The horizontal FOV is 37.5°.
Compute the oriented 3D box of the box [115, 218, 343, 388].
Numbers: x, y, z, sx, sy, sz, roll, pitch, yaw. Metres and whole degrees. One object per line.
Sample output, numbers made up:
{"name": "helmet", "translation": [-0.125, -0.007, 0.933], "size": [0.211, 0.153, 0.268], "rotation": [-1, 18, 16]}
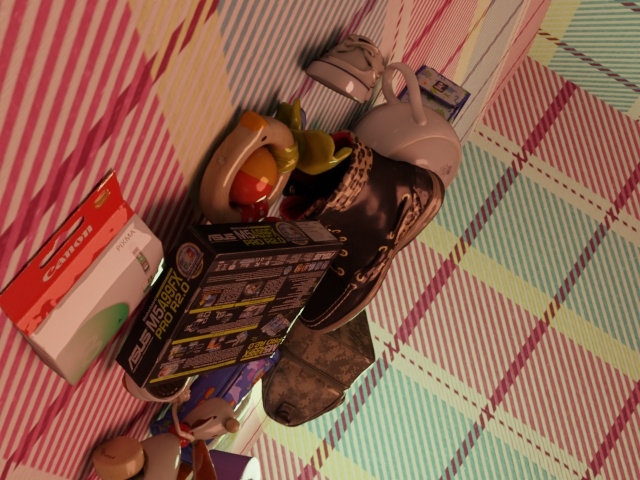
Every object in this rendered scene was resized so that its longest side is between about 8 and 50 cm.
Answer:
{"name": "box", "translation": [-0.113, 0.076, 1.235], "size": [0.270, 0.060, 0.216], "rotation": [-5, 133, -55]}

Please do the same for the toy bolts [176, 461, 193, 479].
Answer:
{"name": "toy bolts", "translation": [-0.286, 0.576, 1.845], "size": [0.218, 0.158, 0.228], "rotation": [-52, 178, 30]}

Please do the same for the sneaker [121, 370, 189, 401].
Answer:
{"name": "sneaker", "translation": [-0.204, 0.101, 1.377], "size": [0.123, 0.106, 0.290], "rotation": [-15, -142, 54]}

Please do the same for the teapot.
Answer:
{"name": "teapot", "translation": [0.139, -0.183, 1.842], "size": [0.256, 0.187, 0.252], "rotation": [-41, 143, 12]}

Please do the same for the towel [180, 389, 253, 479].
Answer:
{"name": "towel", "translation": [-0.305, 0.544, 2.289], "size": [0.374, 0.090, 0.321], "rotation": [-46, 167, -48]}

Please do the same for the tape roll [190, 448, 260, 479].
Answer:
{"name": "tape roll", "translation": [-0.193, 0.540, 1.781], "size": [0.275, 0.090, 0.275], "rotation": [9, 90, -81]}

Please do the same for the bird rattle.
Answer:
{"name": "bird rattle", "translation": [-0.096, -0.080, 1.269], "size": [0.253, 0.143, 0.207], "rotation": [-50, 154, 7]}

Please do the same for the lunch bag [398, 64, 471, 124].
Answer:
{"name": "lunch bag", "translation": [0.245, -0.303, 2.104], "size": [0.151, 0.128, 0.096], "rotation": [-54, 171, -13]}

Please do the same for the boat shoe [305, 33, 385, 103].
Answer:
{"name": "boat shoe", "translation": [0.050, -0.257, 1.383], "size": [0.088, 0.096, 0.267], "rotation": [-63, 171, 12]}

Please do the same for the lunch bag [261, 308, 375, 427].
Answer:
{"name": "lunch bag", "translation": [-0.035, 0.241, 2.094], "size": [0.256, 0.212, 0.305], "rotation": [-50, -160, 17]}

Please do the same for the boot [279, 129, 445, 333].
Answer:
{"name": "boot", "translation": [0.027, -0.013, 1.677], "size": [0.377, 0.138, 0.284], "rotation": [-48, 142, 13]}

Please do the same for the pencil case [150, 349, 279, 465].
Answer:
{"name": "pencil case", "translation": [-0.201, 0.293, 1.862], "size": [0.306, 0.119, 0.133], "rotation": [-52, -178, -26]}

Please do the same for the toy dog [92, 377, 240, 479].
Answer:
{"name": "toy dog", "translation": [-0.240, 0.376, 1.608], "size": [0.334, 0.160, 0.220], "rotation": [-50, 141, -34]}

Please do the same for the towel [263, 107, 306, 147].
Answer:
{"name": "towel", "translation": [-0.061, -0.141, 1.401], "size": [0.119, 0.029, 0.067], "rotation": [-53, 169, -17]}

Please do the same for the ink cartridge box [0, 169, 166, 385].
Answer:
{"name": "ink cartridge box", "translation": [-0.247, 0.047, 1.021], "size": [0.181, 0.056, 0.225], "rotation": [-53, 172, -21]}
